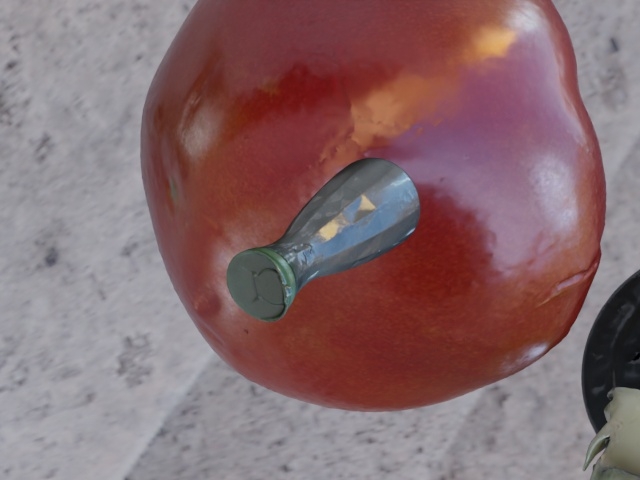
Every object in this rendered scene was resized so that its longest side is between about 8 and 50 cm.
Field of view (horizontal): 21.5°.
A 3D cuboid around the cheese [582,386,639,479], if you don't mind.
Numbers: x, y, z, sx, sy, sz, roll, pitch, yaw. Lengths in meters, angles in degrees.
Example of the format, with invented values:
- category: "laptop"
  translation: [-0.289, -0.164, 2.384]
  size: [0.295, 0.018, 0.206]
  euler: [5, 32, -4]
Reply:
- category: "cheese"
  translation: [0.157, 0.141, 0.429]
  size: [0.235, 0.127, 0.049]
  euler: [28, 33, 22]

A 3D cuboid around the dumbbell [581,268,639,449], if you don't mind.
- category: "dumbbell"
  translation: [0.342, 0.137, 1.306]
  size: [0.388, 0.185, 0.185]
  euler: [32, 59, -48]

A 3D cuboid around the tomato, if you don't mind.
- category: "tomato"
  translation: [0.016, -0.043, 0.976]
  size: [0.226, 0.298, 0.299]
  euler: [-14, 85, -25]

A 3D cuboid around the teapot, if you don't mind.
- category: "teapot"
  translation: [0.000, 0.000, 0.711]
  size: [0.110, 0.042, 0.043]
  euler: [-34, 96, -53]
